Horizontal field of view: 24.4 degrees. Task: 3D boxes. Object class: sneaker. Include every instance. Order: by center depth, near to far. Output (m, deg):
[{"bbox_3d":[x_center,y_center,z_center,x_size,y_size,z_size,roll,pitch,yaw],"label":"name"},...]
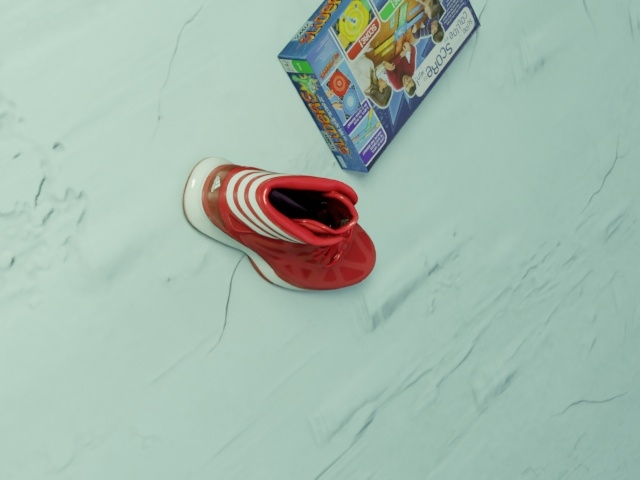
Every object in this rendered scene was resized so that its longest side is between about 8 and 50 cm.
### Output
[{"bbox_3d":[0.000,0.000,1.222,0.221,0.128,0.087,20,84,-46],"label":"sneaker"}]

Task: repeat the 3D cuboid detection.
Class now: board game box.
[{"bbox_3d":[0.057,-0.178,1.318,0.201,0.035,0.136,-52,131,-27],"label":"board game box"}]
